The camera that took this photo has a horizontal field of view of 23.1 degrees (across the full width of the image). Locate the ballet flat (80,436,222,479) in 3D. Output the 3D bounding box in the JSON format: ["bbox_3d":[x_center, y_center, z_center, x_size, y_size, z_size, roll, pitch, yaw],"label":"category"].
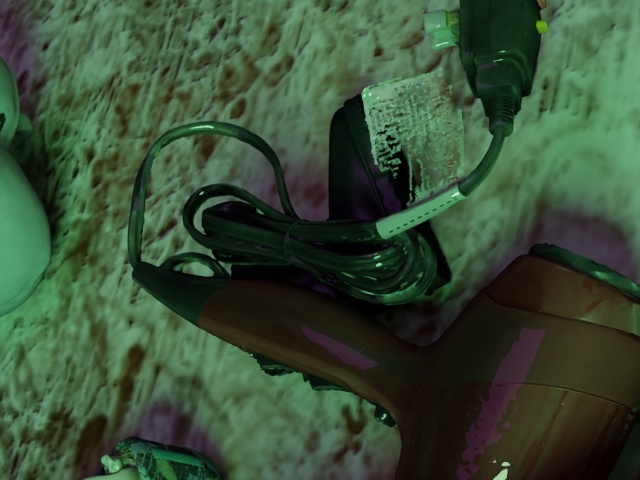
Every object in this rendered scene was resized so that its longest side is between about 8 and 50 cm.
[{"bbox_3d":[-0.130,0.155,0.739,0.188,0.070,0.070,-43,46,12],"label":"ballet flat"}]

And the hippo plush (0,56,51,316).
[{"bbox_3d":[-0.273,-0.015,0.898,0.237,0.234,0.294,-21,64,-9],"label":"hippo plush"}]

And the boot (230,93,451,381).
[{"bbox_3d":[0.000,0.000,0.736,0.099,0.045,0.121,-30,56,18],"label":"boot"}]

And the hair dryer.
[{"bbox_3d":[0.032,0.053,0.652,0.224,0.080,0.293,-26,58,30],"label":"hair dryer"}]
